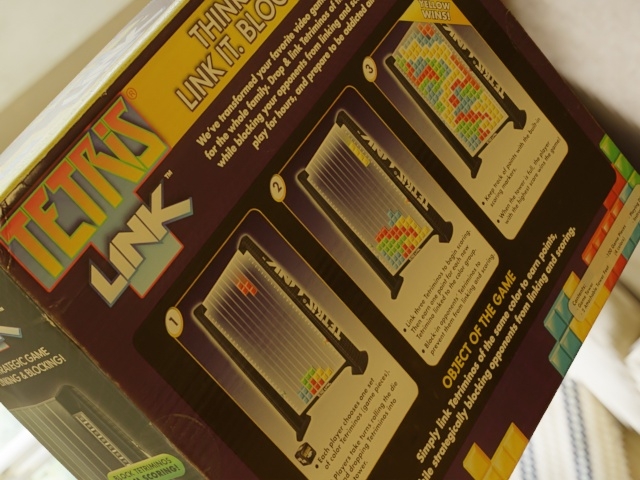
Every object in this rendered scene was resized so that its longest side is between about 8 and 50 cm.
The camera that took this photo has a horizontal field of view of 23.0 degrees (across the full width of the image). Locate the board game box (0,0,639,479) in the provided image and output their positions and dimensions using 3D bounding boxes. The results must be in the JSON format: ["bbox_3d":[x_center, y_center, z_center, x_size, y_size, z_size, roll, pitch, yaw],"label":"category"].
[{"bbox_3d":[0.000,0.000,0.393,0.141,0.170,0.048,48,142,-15],"label":"board game box"}]
